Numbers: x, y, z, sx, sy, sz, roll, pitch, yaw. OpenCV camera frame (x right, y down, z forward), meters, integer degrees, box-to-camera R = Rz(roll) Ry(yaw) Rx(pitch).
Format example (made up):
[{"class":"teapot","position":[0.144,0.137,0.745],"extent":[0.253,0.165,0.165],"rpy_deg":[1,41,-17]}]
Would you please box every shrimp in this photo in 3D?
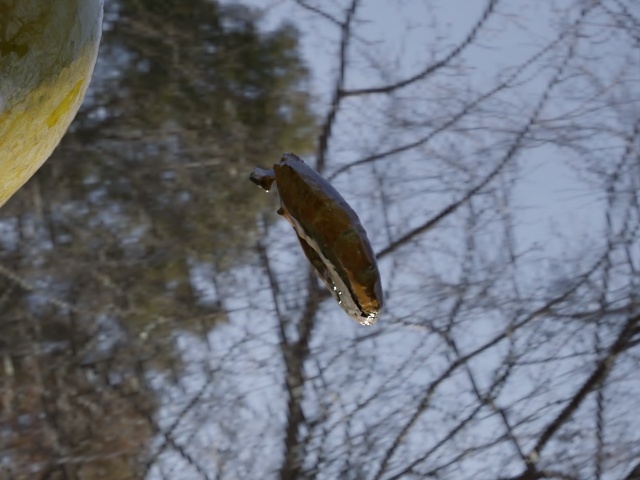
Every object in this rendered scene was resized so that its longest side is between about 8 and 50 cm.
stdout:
[{"class":"shrimp","position":[-0.003,0.001,1.466],"extent":[0.187,0.052,0.132],"rpy_deg":[58,-26,23]}]

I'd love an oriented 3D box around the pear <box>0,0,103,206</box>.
[{"class":"pear","position":[-0.326,-0.163,1.134],"extent":[0.363,0.418,0.362],"rpy_deg":[12,-39,10]}]
